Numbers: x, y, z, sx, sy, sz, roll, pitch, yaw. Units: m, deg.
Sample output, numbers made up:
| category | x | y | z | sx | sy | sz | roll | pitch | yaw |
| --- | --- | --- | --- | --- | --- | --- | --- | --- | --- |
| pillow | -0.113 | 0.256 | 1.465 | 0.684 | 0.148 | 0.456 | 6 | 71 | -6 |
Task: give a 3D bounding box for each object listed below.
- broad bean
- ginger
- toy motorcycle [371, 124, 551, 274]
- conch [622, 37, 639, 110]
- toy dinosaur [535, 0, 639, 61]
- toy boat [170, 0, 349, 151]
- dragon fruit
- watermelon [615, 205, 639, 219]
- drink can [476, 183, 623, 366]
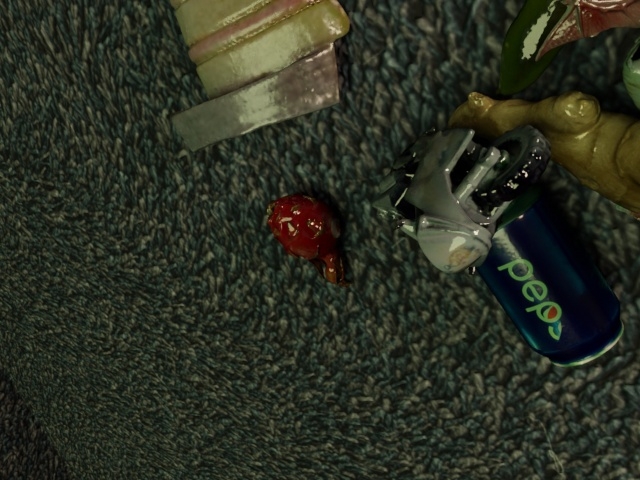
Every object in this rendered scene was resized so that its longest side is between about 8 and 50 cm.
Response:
| category | x | y | z | sx | sy | sz | roll | pitch | yaw |
| --- | --- | --- | --- | --- | --- | --- | --- | --- | --- |
| broad bean | 0.240 | -0.244 | 0.554 | 0.065 | 0.046 | 0.255 | 30 | 131 | -2 |
| ginger | 0.264 | -0.093 | 0.571 | 0.333 | 0.147 | 0.081 | 32 | 99 | 40 |
| toy motorcycle | 0.129 | -0.046 | 0.626 | 0.106 | 0.159 | 0.270 | 29 | 173 | -20 |
| conch | 0.360 | -0.153 | 0.464 | 0.172 | 0.131 | 0.200 | 36 | 177 | 43 |
| toy dinosaur | 0.288 | -0.231 | 0.509 | 0.220 | 0.032 | 0.108 | -37 | 117 | 24 |
| toy boat | -0.097 | -0.259 | 0.743 | 0.275 | 0.111 | 0.294 | 5 | 110 | 24 |
| dragon fruit | 0.000 | 0.000 | 0.861 | 0.094 | 0.094 | 0.190 | -17 | 129 | 40 |
| watermelon | 0.359 | -0.031 | 0.594 | 0.085 | 0.061 | 0.085 | 21 | 143 | 17 |
| drink can | 0.256 | 0.040 | 0.674 | 0.118 | 0.118 | 0.205 | -31 | 97 | 42 |
